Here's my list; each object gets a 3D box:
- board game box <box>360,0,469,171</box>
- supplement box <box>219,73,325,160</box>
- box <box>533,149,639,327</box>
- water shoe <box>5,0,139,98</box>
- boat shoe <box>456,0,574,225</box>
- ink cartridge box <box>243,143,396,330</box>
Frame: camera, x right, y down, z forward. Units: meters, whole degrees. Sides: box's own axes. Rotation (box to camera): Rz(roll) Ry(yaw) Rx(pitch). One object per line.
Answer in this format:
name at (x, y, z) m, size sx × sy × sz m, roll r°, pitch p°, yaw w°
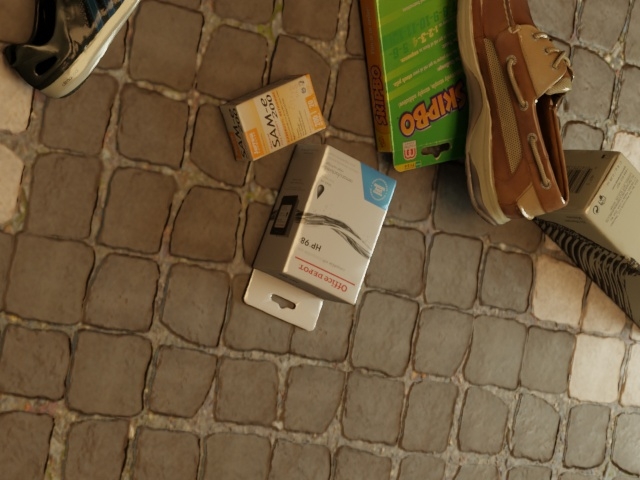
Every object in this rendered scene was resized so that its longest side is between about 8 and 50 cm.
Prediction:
board game box at (0.107, -0.212, 1.880) m, size 0.124 × 0.039 × 0.260 m, roll -14°, pitch 99°, yaw -34°
supplement box at (-0.049, -0.128, 1.775) m, size 0.098 × 0.036 × 0.062 m, roll -27°, pitch 108°, yaw -30°
box at (0.374, 0.009, 2.040) m, size 0.275 × 0.113 × 0.094 m, roll 42°, pitch 71°, yaw -28°
water shoe at (-0.222, -0.234, 1.624) m, size 0.080 × 0.073 × 0.203 m, roll 36°, pitch 73°, yaw -29°
boat shoe at (0.224, -0.181, 1.889) m, size 0.123 × 0.116 × 0.324 m, roll -15°, pitch 101°, yaw -65°
ink cartridge box at (0.000, 0.000, 1.804) m, size 0.104 × 0.060 × 0.180 m, roll 25°, pitch 79°, yaw -34°
